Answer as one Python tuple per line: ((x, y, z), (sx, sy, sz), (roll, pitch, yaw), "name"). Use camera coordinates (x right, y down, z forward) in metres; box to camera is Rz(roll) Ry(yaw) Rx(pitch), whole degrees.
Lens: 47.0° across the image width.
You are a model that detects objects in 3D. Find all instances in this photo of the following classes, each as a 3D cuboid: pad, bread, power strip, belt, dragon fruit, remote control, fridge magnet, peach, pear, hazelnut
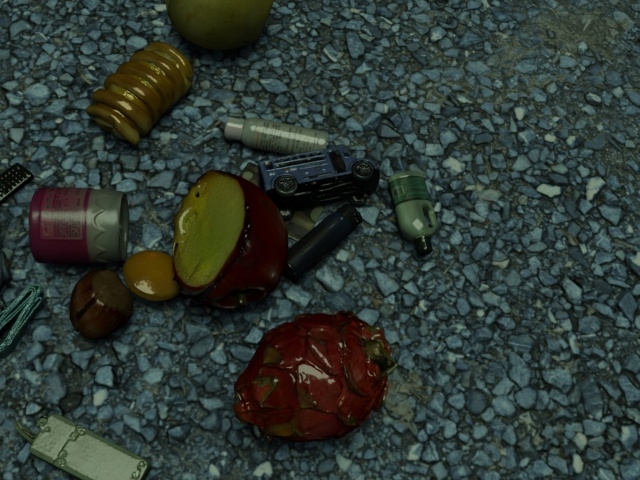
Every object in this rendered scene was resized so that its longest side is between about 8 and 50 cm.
((-0.113, -0.099, 1.865), (0.235, 0.003, 0.158), (24, 62, 5), "pad")
((-0.459, -0.399, 1.909), (0.173, 0.121, 0.311), (29, 62, 9), "bread")
((-0.493, 0.434, 1.506), (0.288, 0.053, 0.093), (25, 63, 6), "power strip")
((-0.685, 0.167, 1.618), (0.100, 0.065, 0.179), (32, 61, 0), "belt")
((-0.007, 0.284, 1.529), (0.343, 0.277, 0.277), (-22, 64, 16), "dragon fruit")
((-0.796, -0.096, 1.758), (0.063, 0.025, 0.245), (38, 65, 13), "remote control")
((-0.382, 0.082, 1.687), (0.143, 0.063, 0.143), (14, 46, -15), "fridge magnet")
((-0.198, 0.003, 1.695), (0.258, 0.201, 0.361), (-35, 48, 20), "peach")
((-0.268, -0.661, 1.980), (0.310, 0.309, 0.309), (3, 62, -6), "pear")
((-0.489, 0.141, 1.624), (0.143, 0.143, 0.154), (-14, 58, -15), "hazelnut")

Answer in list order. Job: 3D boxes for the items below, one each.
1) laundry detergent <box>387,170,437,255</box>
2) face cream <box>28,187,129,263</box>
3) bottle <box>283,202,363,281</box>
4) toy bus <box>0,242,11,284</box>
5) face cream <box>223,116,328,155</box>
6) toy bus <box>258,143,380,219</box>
((0.239, -0.067, 1.858), (0.099, 0.070, 0.225), (-4, 62, -17), "laundry detergent")
((-0.544, -0.033, 1.675), (0.195, 0.175, 0.175), (0, 63, -6), "face cream")
((0.000, 0.000, 1.791), (0.244, 0.072, 0.082), (-40, 33, -23), "bottle")
((-0.803, -0.008, 1.579), (0.197, 0.232, 0.294), (-14, 78, -14), "toy bus")
((-0.116, -0.269, 1.910), (0.269, 0.082, 0.081), (12, 62, -2), "face cream")
((-0.005, -0.154, 1.835), (0.292, 0.125, 0.133), (-12, 61, -11), "toy bus")
